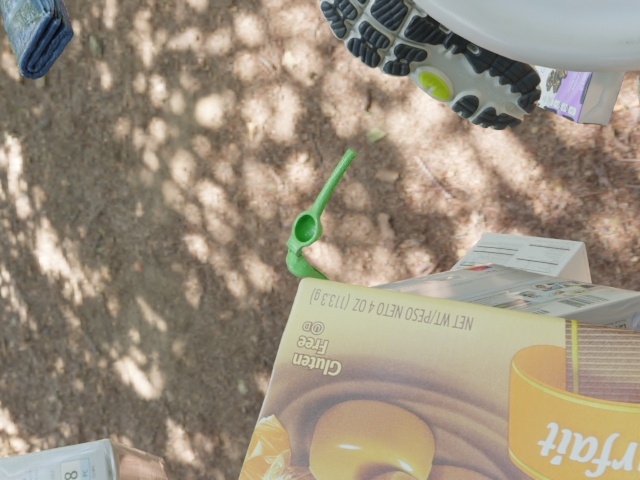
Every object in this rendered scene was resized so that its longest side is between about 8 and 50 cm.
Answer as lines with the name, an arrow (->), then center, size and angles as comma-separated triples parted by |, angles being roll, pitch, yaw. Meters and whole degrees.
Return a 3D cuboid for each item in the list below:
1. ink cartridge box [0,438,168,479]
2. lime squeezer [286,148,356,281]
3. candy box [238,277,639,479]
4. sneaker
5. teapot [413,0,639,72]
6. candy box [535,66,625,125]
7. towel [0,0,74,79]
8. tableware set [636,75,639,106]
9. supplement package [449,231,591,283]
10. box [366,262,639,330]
ink cartridge box -> -0.437, 0.370, 1.133 | 0.308, 0.385, 0.091 | 82, 177, -71
lime squeezer -> 0.000, 0.000, 1.268 | 0.059, 0.110, 0.310 | -111, 18, -47
candy box -> 0.120, 0.133, 0.333 | 0.316, 0.087, 0.183 | 8, 68, 22
sneaker -> 0.100, -0.210, 0.801 | 0.107, 0.275, 0.110 | -45, 25, 23
teapot -> 0.128, -0.206, 0.336 | 0.252, 0.187, 0.256 | 30, 124, 6
candy box -> 0.379, -0.286, 1.238 | 0.196, 0.070, 0.164 | 45, 131, 54
towel -> -0.255, -0.199, 0.706 | 0.067, 0.029, 0.119 | -47, 50, 21
tableware set -> 0.469, -0.193, 1.091 | 0.020, 0.169, 0.141 | -19, 53, 40
supplement package -> 0.323, 0.143, 1.373 | 0.198, 0.263, 0.199 | 7, 126, 42
box -> 0.132, 0.056, 0.624 | 0.186, 0.145, 0.038 | 14, 112, 63
